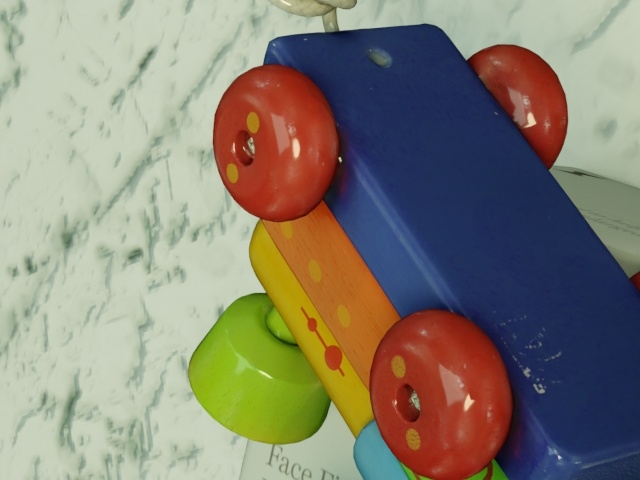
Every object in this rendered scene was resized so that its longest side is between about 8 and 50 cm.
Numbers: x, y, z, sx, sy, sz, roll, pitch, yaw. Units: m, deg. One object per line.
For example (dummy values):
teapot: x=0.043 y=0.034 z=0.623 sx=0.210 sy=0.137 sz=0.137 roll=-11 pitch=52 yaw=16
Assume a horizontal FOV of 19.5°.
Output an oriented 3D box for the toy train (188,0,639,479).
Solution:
toy train: x=0.000 y=0.000 z=0.553 sx=0.248 sy=0.105 sz=0.143 roll=57 pitch=137 yaw=29

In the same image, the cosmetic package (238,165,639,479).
cosmetic package: x=0.079 y=0.074 z=0.641 sx=0.151 sy=0.151 sz=0.184 roll=21 pitch=103 yaw=43
